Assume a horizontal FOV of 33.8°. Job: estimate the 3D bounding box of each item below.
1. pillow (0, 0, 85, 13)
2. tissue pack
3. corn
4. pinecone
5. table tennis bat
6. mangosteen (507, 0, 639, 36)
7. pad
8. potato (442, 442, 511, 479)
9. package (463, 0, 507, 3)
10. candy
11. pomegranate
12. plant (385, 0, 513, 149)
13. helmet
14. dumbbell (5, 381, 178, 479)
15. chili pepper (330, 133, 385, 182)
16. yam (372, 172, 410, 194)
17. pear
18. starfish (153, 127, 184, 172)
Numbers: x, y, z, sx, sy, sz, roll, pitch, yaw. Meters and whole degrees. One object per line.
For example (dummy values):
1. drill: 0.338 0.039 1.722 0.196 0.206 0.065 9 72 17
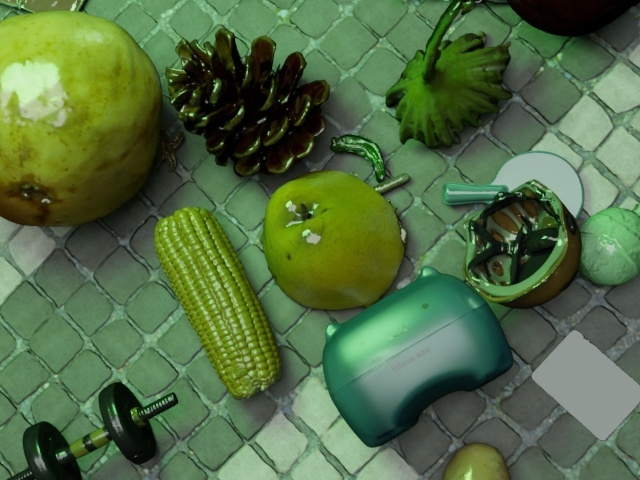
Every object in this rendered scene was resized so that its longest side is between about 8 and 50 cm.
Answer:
1. pillow: -0.545 -0.493 2.005 0.232 0.043 0.126 18 82 11
2. tissue pack: 0.145 0.180 1.676 0.287 0.198 0.206 -30 76 4
3. corn: -0.170 0.103 1.783 0.131 0.131 0.344 -29 78 3
4. pinecone: -0.124 -0.237 1.779 0.244 0.309 0.244 -22 51 30
5. table tennis bat: 0.325 -0.078 1.784 0.237 0.038 0.149 -1 84 6
6. mangosteen: 0.416 -0.491 1.719 0.297 0.297 0.293 -42 87 -1
7. pad: 0.437 0.235 1.718 0.157 0.003 0.112 43 89 15
8. potato: 0.248 0.394 1.668 0.112 0.112 0.147 9 73 11
9. package: 0.237 -0.513 1.868 0.269 0.071 0.194 2 86 7
10. candy: 0.574 -0.104 1.723 0.119 0.119 0.440 40 80 14
11. pomegranate: -0.445 -0.228 1.783 0.410 0.410 0.410 -2 79 9
12. plant: 0.171 -0.285 1.711 0.251 0.333 0.180 -47 60 11
13. helmet: 0.335 0.021 1.680 0.198 0.130 0.224 -37 42 28
14. dumbbell: -0.384 0.337 1.760 0.325 0.143 0.143 -28 76 3
15. chili pepper: 0.073 -0.154 1.843 0.118 0.035 0.055 35 99 4
16. yam: 0.101 -0.087 1.828 0.116 0.021 0.021 -26 76 3
17. pear: -0.003 -0.001 1.744 0.267 0.178 0.267 -1 88 16
18. starfish: -0.280 -0.168 1.904 0.078 0.028 0.091 -21 72 7
